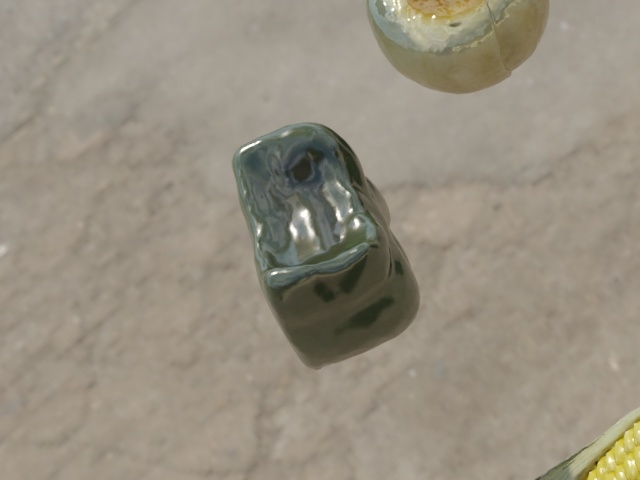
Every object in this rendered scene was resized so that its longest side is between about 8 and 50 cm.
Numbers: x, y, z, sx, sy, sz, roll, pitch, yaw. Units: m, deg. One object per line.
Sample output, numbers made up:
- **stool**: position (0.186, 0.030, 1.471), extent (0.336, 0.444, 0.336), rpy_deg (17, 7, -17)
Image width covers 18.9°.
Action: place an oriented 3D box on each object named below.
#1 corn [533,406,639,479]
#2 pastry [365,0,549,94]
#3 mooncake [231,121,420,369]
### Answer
- **corn**: position (0.179, 0.198, 1.137), extent (0.305, 0.123, 0.122), rpy_deg (-53, 19, 38)
- **pastry**: position (0.115, -0.197, 1.604), extent (0.156, 0.092, 0.156), rpy_deg (-6, 55, 9)
- **mooncake**: position (0.000, 0.000, 1.380), extent (0.104, 0.175, 0.168), rpy_deg (-26, -9, 11)
